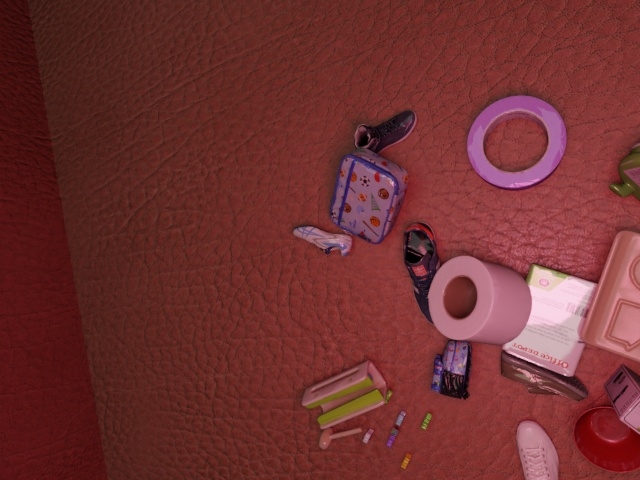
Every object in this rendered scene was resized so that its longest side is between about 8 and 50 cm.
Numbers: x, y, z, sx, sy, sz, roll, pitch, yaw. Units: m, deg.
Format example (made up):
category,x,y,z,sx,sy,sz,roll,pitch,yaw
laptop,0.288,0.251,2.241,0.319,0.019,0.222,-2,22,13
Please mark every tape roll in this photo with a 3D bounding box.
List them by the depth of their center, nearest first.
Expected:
category,x,y,z,sx,sy,sz,roll,pitch,yaw
tape roll,0.466,0.179,1.360,0.246,0.169,0.246,-32,51,52
tape roll,0.596,-0.293,1.406,0.274,0.090,0.275,0,90,25

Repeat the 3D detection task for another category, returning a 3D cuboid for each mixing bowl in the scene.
category,x,y,z,sx,sy,sz,roll,pitch,yaw
mixing bowl,0.813,0.537,1.289,0.181,0.098,0.182,4,97,31

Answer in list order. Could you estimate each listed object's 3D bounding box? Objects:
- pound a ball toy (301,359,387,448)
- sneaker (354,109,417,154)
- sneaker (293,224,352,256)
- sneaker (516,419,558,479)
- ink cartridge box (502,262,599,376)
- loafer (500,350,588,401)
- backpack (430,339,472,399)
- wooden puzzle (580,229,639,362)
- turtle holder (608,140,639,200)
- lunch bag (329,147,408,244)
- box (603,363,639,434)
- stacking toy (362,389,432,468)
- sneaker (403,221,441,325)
category,x,y,z,sx,sy,sz,roll,pitch,yaw
pound a ball toy,0.089,0.575,1.628,0.319,0.136,0.208,-31,102,22
sneaker,0.213,-0.368,1.543,0.226,0.163,0.086,-36,74,19
sneaker,0.000,0.000,1.677,0.237,0.085,0.086,14,80,24
sneaker,0.654,0.689,1.355,0.105,0.123,0.291,-18,81,25
ink cartridge box,0.678,0.226,1.349,0.198,0.114,0.273,20,97,24
loafer,0.661,0.416,1.379,0.251,0.094,0.088,22,111,28
backpack,0.417,0.390,1.446,0.116,0.158,0.174,7,90,18
wooden puzzle,0.903,0.171,1.183,0.347,0.080,0.323,19,98,25
turtle holder,0.950,-0.161,1.163,0.320,0.243,0.227,40,88,29
lunch bag,0.149,-0.142,1.540,0.243,0.115,0.304,30,132,19
box,0.845,0.434,1.176,0.169,0.290,0.087,38,104,19
stacking toy,0.263,0.644,1.577,0.166,0.052,0.221,27,99,21
sneaker,0.336,0.112,1.489,0.131,0.148,0.351,-19,82,23
